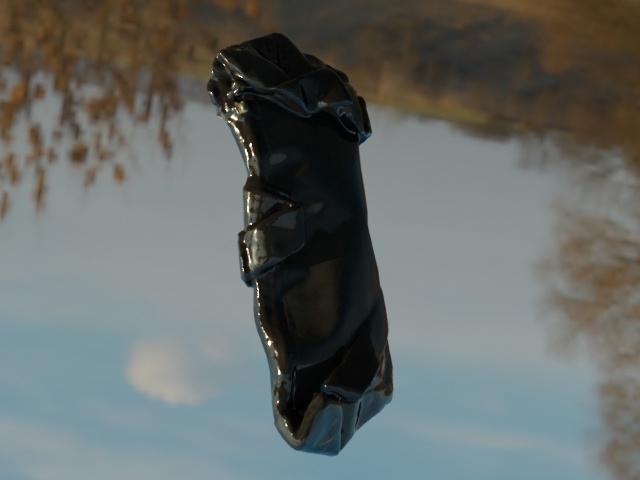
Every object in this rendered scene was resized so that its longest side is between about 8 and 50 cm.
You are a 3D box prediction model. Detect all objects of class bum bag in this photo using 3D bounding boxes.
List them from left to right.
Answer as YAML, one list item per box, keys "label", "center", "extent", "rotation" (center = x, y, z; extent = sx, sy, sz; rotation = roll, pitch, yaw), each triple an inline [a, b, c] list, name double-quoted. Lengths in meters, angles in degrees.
- label: "bum bag"
  center: [0.000, 0.000, 0.824]
  extent: [0.049, 0.197, 0.087]
  rotation: [-11, 177, 37]
